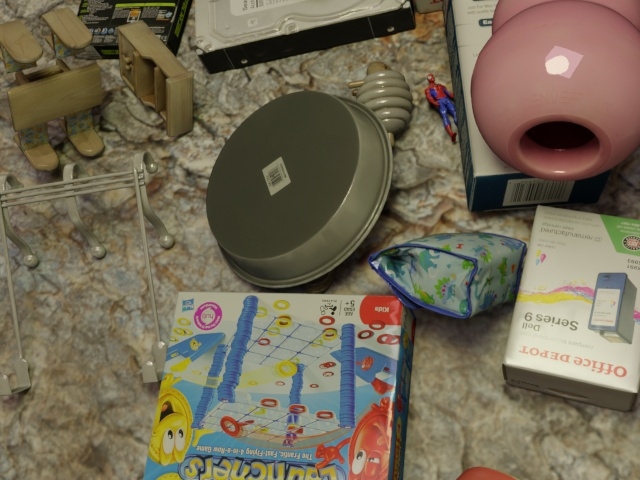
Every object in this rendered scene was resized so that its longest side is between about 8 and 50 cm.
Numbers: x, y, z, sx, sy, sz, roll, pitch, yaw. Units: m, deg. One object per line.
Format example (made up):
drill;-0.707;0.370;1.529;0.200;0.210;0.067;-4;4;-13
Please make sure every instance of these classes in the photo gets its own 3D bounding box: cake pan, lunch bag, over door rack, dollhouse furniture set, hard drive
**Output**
cake pan;-0.042;-0.080;1.219;0.293;0.054;0.293;-16;59;29
lunch bag;0.154;0.033;1.102;0.151;0.129;0.096;19;109;36
over door rack;-0.334;0.051;1.271;0.240;0.108;0.324;-8;78;12
dollhouse furniture set;-0.332;-0.214;1.328;0.242;0.212;0.161;-25;56;-27
hard drive;-0.032;-0.406;1.411;0.339;0.064;0.236;-10;63;12

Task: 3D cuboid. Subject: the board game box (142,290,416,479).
board game box;-0.049;0.219;1.111;0.308;0.086;0.302;0;65;16

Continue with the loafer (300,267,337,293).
loafer;0.000;0.000;1.219;0.056;0.050;0.148;6;67;18

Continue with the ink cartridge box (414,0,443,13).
ink cartridge box;0.208;-0.455;1.244;0.201;0.278;0.117;-7;67;13

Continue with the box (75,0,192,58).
box;-0.310;-0.389;1.493;0.191;0.045;0.184;3;64;18

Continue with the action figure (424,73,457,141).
action figure;0.177;-0.193;1.269;0.038;0.030;0.115;-17;59;-12

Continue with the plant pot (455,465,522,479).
plant pot;0.164;0.382;0.894;0.275;0.275;0.243;29;66;25

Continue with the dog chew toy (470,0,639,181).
dog chew toy;0.289;-0.233;1.048;0.207;0.206;0.331;3;56;17

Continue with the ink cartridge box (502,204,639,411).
ink cartridge box;0.315;0.079;1.070;0.154;0.093;0.212;11;71;20

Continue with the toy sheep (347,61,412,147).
toy sheep;0.088;-0.191;1.266;0.091;0.091;0.132;-10;78;11

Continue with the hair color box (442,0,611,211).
hair color box;0.267;-0.217;1.201;0.174;0.105;0.347;-3;65;3
